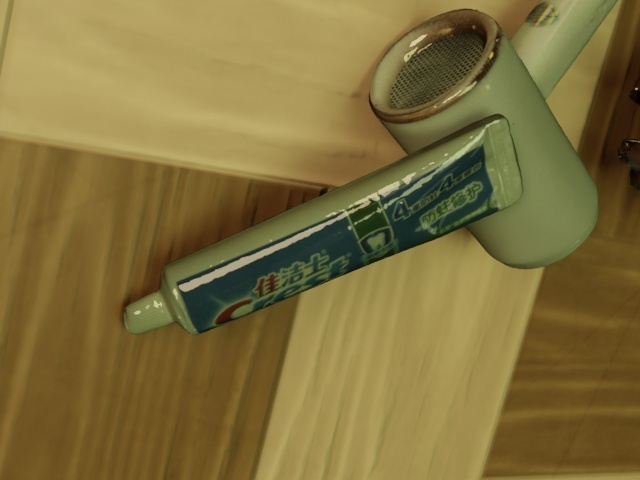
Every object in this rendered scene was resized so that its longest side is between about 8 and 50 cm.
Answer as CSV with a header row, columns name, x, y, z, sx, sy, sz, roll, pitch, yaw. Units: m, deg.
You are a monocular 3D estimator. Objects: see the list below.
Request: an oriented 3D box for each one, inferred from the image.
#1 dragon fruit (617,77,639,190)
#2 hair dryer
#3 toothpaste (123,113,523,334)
name,x,y,z,sx,sy,sz,roll,pitch,yaw
dragon fruit,0.246,-0.072,0.548,0.142,0.130,0.121,-61,169,-13
hair dryer,0.133,-0.112,0.504,0.131,0.073,0.236,46,72,-35
toothpaste,0.000,0.000,0.438,0.197,0.034,0.057,-23,133,2
